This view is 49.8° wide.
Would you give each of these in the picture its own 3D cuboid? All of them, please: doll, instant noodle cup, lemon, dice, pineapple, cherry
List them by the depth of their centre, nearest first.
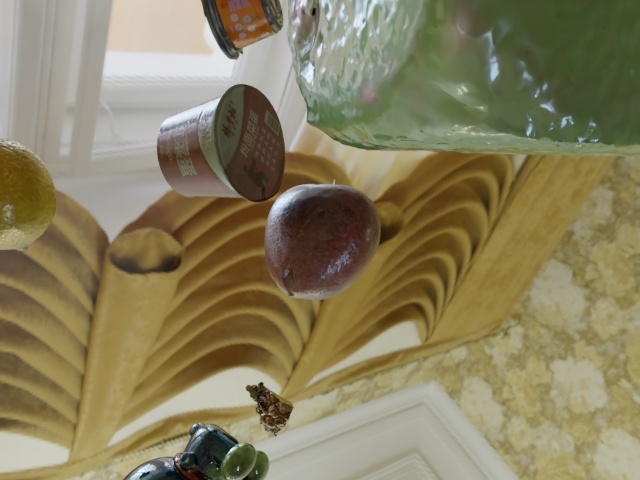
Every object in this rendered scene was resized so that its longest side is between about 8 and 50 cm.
[{"bbox_3d":[0.161,-0.233,0.591,0.322,0.319,0.330,-1,-172,-23],"label":"dice"},{"bbox_3d":[-0.255,0.467,1.257,0.322,0.199,0.186,-44,-121,-13],"label":"doll"},{"bbox_3d":[-0.099,0.321,1.371,0.114,0.114,0.077,46,-130,5],"label":"pineapple"},{"bbox_3d":[-0.204,-0.183,1.389,0.178,0.235,0.235,-6,-159,30],"label":"instant noodle cup"},{"bbox_3d":[-0.151,-0.473,1.404,0.125,0.178,0.208,-14,174,13],"label":"instant noodle cup"},{"bbox_3d":[-0.698,-0.105,1.487,0.228,0.228,0.254,-24,-99,-47],"label":"lemon"},{"bbox_3d":[0.000,0.000,1.501,0.261,0.221,0.308,4,-122,32],"label":"cherry"}]
